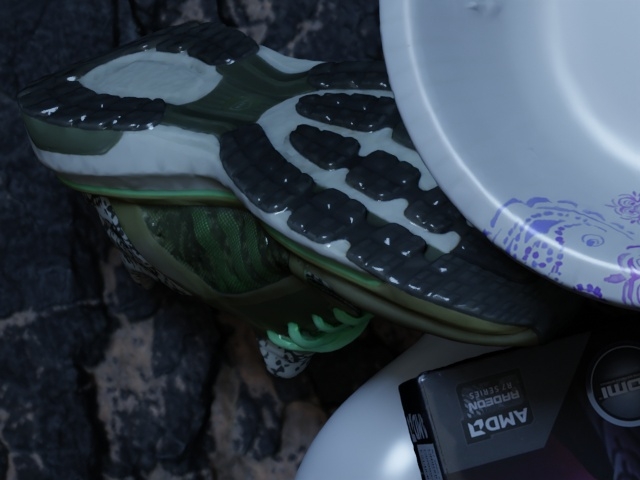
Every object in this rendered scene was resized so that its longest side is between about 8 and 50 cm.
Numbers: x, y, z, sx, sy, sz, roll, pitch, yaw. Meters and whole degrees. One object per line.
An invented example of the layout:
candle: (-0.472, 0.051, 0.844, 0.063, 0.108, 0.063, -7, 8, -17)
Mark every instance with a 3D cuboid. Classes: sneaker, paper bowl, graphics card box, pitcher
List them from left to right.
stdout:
sneaker: (0.000, 0.000, 1.086, 0.410, 0.158, 0.182, 24, 139, 46)
pitcher: (0.089, 0.131, 1.108, 0.177, 0.125, 0.207, 31, 89, 15)
graphics card box: (0.200, 0.218, 1.009, 0.232, 0.094, 0.371, -14, 83, -5)
paper bowl: (0.180, -0.109, 0.880, 0.284, 0.148, 0.284, 0, 91, 24)
